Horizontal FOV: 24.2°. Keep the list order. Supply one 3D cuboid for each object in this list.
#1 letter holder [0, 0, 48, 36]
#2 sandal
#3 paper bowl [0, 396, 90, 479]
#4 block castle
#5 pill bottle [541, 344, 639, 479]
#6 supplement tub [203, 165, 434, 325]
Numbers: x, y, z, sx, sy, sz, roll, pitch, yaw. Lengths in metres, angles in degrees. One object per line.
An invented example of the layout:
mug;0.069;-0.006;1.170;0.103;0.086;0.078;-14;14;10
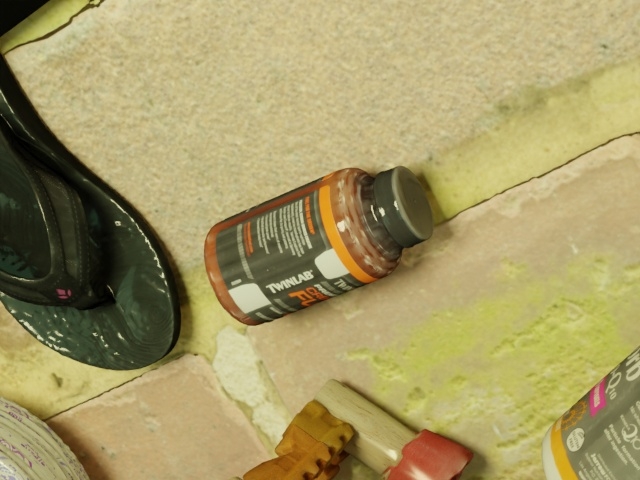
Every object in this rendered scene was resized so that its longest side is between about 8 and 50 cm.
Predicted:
letter holder;-0.383;-0.260;1.303;0.302;0.152;0.214;-31;82;20
sandal;-0.308;-0.045;1.415;0.167;0.107;0.446;-36;95;21
paper bowl;-0.358;0.286;1.557;0.284;0.148;0.284;7;113;18
block castle;-0.040;0.384;1.399;0.213;0.303;0.453;35;118;11
pill bottle;0.330;0.140;1.243;0.162;0.162;0.278;42;118;0
supplement tub;0.000;0.000;1.335;0.198;0.106;0.106;-22;102;26
